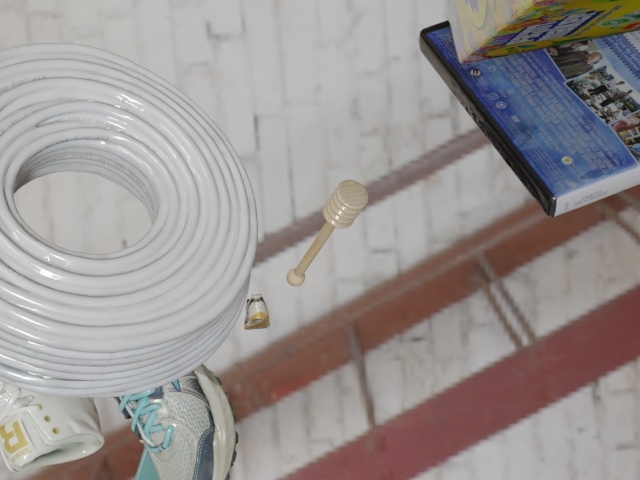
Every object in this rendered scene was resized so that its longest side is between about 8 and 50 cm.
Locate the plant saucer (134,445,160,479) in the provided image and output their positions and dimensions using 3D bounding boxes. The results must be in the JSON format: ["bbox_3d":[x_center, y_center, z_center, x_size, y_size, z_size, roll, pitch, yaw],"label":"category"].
[{"bbox_3d":[-0.184,0.296,1.514,0.067,0.018,0.192,35,121,30],"label":"plant saucer"}]

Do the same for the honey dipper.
[{"bbox_3d":[0.000,0.000,1.281,0.160,0.030,0.030,125,145,-52],"label":"honey dipper"}]

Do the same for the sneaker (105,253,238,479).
[{"bbox_3d":[-0.170,0.137,1.371,0.110,0.122,0.283,-40,53,37],"label":"sneaker"}]

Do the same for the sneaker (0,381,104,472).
[{"bbox_3d":[-0.341,0.154,1.498,0.292,0.108,0.169,21,-139,-48],"label":"sneaker"}]

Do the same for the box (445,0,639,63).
[{"bbox_3d":[0.206,-0.216,0.739,0.290,0.279,0.177,-111,10,-88],"label":"box"}]

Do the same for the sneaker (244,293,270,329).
[{"bbox_3d":[-0.079,0.088,1.757,0.083,0.032,0.037,123,139,-70],"label":"sneaker"}]

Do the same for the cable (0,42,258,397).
[{"bbox_3d":[-0.165,-0.018,0.981,0.089,0.257,0.257,122,154,-51],"label":"cable"}]

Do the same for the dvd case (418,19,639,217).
[{"bbox_3d":[0.218,-0.121,0.959,0.022,0.253,0.180,87,157,-49],"label":"dvd case"}]
